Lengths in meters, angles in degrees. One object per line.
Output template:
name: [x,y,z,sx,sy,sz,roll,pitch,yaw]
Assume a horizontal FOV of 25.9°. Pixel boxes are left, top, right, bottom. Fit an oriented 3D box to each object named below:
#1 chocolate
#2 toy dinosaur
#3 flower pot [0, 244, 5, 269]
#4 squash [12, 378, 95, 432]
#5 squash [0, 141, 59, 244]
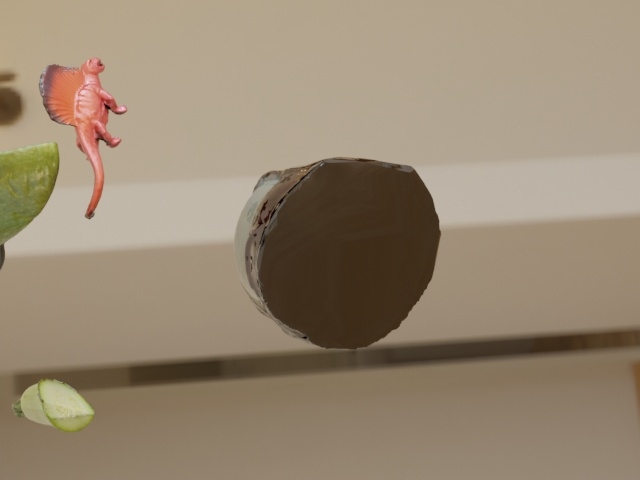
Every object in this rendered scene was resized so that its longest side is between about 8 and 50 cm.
chocolate: [0.000,0.000,1.911,0.186,0.283,0.284,32,129,57]
toy dinosaur: [-0.365,-0.178,2.071,0.139,0.070,0.286,40,-141,-38]
flower pot: [-0.482,-0.029,1.872,0.107,0.157,0.157,-73,-13,-50]
squash: [-0.433,0.254,2.199,0.200,0.090,0.075,0,96,55]
squash: [-0.447,-0.026,1.591,0.203,0.288,0.111,167,90,-70]
